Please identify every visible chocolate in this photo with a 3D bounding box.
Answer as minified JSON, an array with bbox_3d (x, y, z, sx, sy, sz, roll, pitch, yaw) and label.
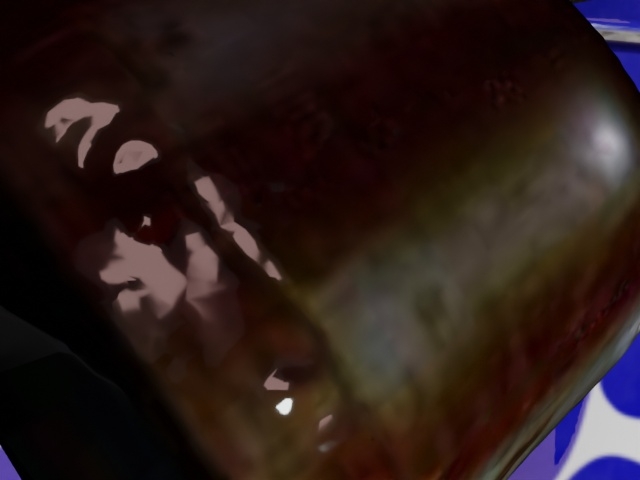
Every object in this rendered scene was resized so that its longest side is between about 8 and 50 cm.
[{"bbox_3d":[0.000,0.000,0.593,0.331,0.384,0.384,-30,81,-10],"label":"chocolate"}]

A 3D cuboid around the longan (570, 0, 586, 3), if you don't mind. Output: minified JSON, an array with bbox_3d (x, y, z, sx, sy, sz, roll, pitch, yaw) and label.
[{"bbox_3d":[0.110,-0.281,0.693,0.297,0.297,0.297,1,78,-3],"label":"longan"}]
